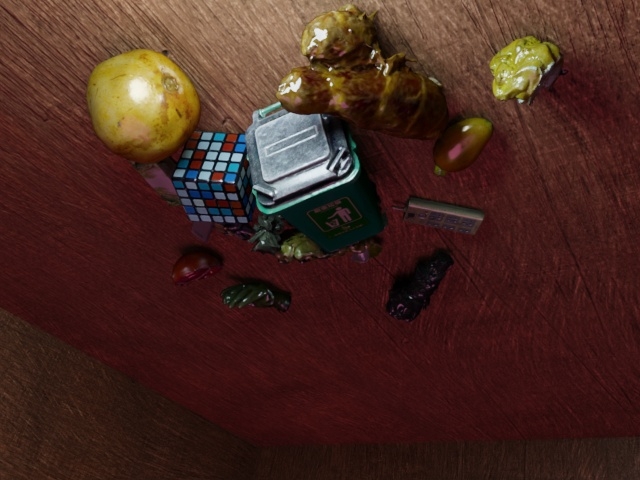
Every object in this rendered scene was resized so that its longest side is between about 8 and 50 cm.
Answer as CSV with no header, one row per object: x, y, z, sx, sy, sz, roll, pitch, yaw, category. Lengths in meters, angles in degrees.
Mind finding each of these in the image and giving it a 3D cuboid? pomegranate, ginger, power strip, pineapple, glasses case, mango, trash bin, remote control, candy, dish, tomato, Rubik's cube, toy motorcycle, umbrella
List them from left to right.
-0.422,-0.311,1.416,0.265,0.264,0.264,8,146,5,pomegranate
-0.468,-0.205,1.750,0.095,0.062,0.272,-1,144,27,glasses case
-0.446,0.088,2.146,0.173,0.099,0.189,-29,171,25,tomato
-0.366,-0.057,1.893,0.067,0.029,0.261,37,156,-2,remote control
-0.272,-0.170,1.636,0.187,0.184,0.182,3,144,9,Rubik's cube
-0.297,-0.063,1.906,0.193,0.061,0.124,29,150,-11,toy motorcycle
-0.126,-0.071,1.679,0.128,0.248,0.128,10,145,7,pineapple
-0.002,-0.156,1.494,0.259,0.295,0.381,-21,148,13,trash bin
0.142,0.026,1.929,0.091,0.039,0.137,12,149,-13,dish
0.119,-0.344,1.274,0.419,0.254,0.176,13,-171,-28,ginger
0.315,0.145,1.990,0.155,0.128,0.336,0,141,-11,umbrella
0.335,-0.073,1.732,0.268,0.034,0.092,11,146,0,power strip
0.308,-0.214,1.543,0.035,0.035,0.123,-2,137,10,candy
0.339,-0.234,1.455,0.111,0.089,0.163,8,138,-16,mango

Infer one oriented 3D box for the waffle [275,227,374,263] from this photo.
0.000,0.000,1.771,0.317,0.297,0.073,-5,102,5,waffle

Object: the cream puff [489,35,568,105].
0.411,-0.349,1.228,0.156,0.156,0.121,3,131,12,cream puff

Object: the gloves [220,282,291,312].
-0.242,0.211,2.252,0.268,0.107,0.135,6,158,-23,gloves
